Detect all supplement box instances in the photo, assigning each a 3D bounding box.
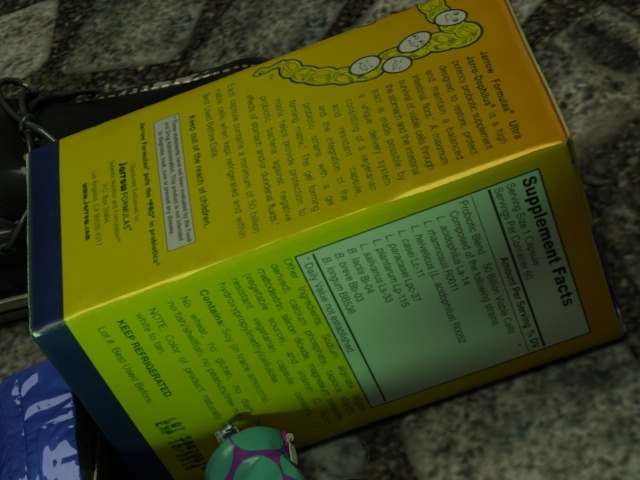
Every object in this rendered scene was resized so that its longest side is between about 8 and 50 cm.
[{"bbox_3d":[0.000,0.000,1.007,0.357,0.194,0.195,-20,42,6],"label":"supplement box"}]

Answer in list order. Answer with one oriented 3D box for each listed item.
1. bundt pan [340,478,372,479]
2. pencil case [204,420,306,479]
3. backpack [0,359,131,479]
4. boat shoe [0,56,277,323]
[{"bbox_3d":[0.012,0.261,0.688,0.331,0.124,0.330,-1,66,1],"label":"bundt pan"},{"bbox_3d":[-0.018,0.181,0.930,0.070,0.064,0.151,-45,44,2],"label":"pencil case"},{"bbox_3d":[-0.184,0.161,1.010,0.101,0.098,0.120,-25,54,7],"label":"backpack"},{"bbox_3d":[-0.238,-0.047,1.201,0.500,0.156,0.187,-20,40,4],"label":"boat shoe"}]
